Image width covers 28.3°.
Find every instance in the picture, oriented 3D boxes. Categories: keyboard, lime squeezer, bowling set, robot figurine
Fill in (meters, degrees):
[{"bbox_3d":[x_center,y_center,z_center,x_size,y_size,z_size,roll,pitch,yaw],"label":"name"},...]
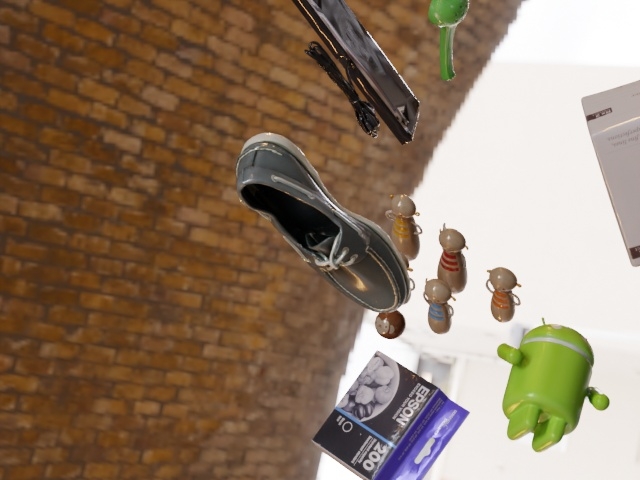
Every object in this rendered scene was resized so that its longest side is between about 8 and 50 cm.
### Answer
[{"bbox_3d":[0.038,-0.264,1.840,0.317,0.033,0.201,50,-150,-21],"label":"keyboard"},{"bbox_3d":[0.126,-0.325,1.556,0.059,0.110,0.310,-35,-62,-4],"label":"lime squeezer"},{"bbox_3d":[0.179,0.074,2.129,0.200,0.287,0.154,-45,-31,-26],"label":"bowling set"},{"bbox_3d":[0.195,0.121,1.085,0.115,0.101,0.067,-66,5,-32],"label":"robot figurine"}]

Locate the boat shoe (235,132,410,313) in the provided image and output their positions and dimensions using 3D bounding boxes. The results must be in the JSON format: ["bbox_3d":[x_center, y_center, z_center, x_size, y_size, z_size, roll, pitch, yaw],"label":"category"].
[{"bbox_3d":[0.000,0.000,1.689,0.319,0.116,0.099,48,-149,-21],"label":"boat shoe"}]

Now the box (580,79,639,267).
[{"bbox_3d":[0.408,-0.092,1.428,0.119,0.181,0.182,-80,-30,-62],"label":"box"}]

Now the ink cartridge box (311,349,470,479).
[{"bbox_3d":[0.121,0.325,2.222,0.206,0.208,0.045,-53,-35,-11],"label":"ink cartridge box"}]
